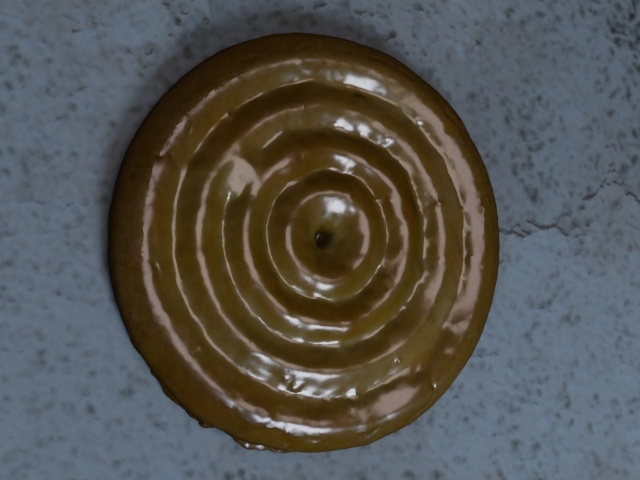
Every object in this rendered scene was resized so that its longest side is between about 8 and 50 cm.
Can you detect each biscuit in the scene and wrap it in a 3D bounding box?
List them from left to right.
[{"bbox_3d":[0.000,0.000,0.593,0.261,0.037,0.262,2,85,-23],"label":"biscuit"}]
